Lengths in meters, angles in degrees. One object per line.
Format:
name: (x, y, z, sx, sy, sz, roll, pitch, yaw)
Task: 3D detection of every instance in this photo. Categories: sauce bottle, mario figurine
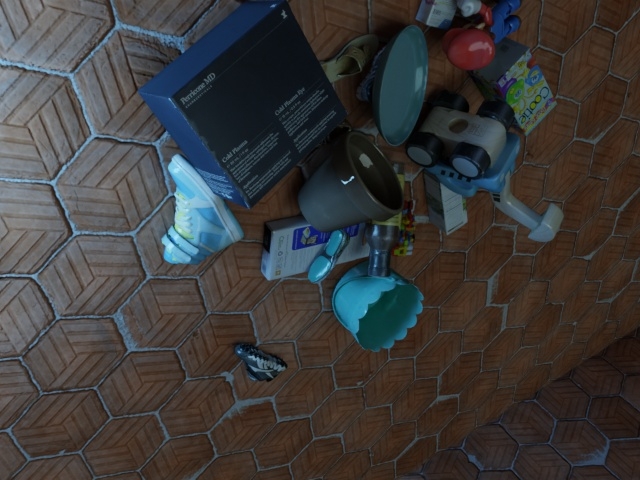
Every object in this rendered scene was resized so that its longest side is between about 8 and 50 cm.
sauce bottle: (0.187, -0.064, 1.952, 0.111, 0.111, 0.345, 1, 98, -37)
mario figurine: (0.429, -0.585, 1.803, 0.320, 0.170, 0.198, -44, 105, -34)

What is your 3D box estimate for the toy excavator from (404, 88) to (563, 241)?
toy excavator: (0.512, -0.199, 1.970, 0.222, 0.432, 0.445, -58, 148, -18)

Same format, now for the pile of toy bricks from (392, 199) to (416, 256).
pile of toy bricks: (0.248, -0.040, 2.123, 0.105, 0.118, 0.212, -4, 146, -1)

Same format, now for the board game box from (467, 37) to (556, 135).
board game box: (0.587, -0.473, 1.998, 0.142, 0.144, 0.275, -47, 135, 4)

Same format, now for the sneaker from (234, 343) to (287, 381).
sneaker: (-0.209, 0.410, 2.125, 0.106, 0.078, 0.234, -51, 138, 4)

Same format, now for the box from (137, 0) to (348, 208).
box: (-0.163, -0.309, 1.467, 0.343, 0.179, 0.312, -45, 128, -17)

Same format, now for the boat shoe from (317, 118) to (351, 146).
boat shoe: (0.004, -0.289, 1.768, 0.178, 0.060, 0.064, -26, 133, -18)

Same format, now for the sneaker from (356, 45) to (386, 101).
sneaker: (0.167, -0.444, 1.761, 0.063, 0.075, 0.170, 22, 107, -44)

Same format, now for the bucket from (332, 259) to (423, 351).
bucket: (0.185, 0.212, 2.190, 0.281, 0.183, 0.281, -19, 130, -24)

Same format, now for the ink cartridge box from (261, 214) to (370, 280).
ink cartridge box: (0.000, 0.000, 1.981, 0.370, 0.069, 0.176, -11, 127, -27)

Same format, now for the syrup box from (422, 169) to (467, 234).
syrup box: (0.414, -0.143, 2.155, 0.096, 0.093, 0.237, -32, 135, -13)

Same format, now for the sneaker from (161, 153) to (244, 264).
sneaker: (-0.341, -0.054, 1.647, 0.208, 0.127, 0.319, -38, 135, -9)

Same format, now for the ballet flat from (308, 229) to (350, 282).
ballet flat: (0.032, 0.051, 1.958, 0.070, 0.070, 0.188, 18, 113, -43)

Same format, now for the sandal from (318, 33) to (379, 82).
sandal: (0.074, -0.450, 1.685, 0.240, 0.079, 0.088, -30, 135, -14)

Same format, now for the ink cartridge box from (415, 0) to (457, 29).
ink cartridge box: (0.321, -0.638, 1.745, 0.088, 0.052, 0.122, -1, 124, -37)

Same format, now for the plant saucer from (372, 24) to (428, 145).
plant saucer: (0.211, -0.415, 1.753, 0.317, 0.043, 0.318, -39, 136, -51)

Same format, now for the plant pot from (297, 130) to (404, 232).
plant pot: (0.067, -0.138, 1.808, 0.229, 0.263, 0.263, -30, 144, 29)
